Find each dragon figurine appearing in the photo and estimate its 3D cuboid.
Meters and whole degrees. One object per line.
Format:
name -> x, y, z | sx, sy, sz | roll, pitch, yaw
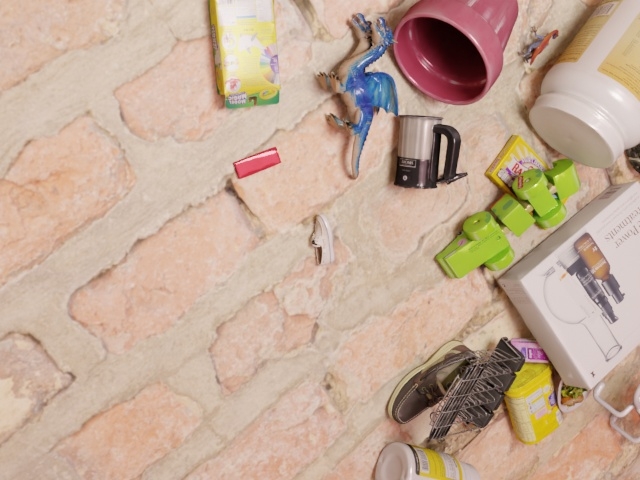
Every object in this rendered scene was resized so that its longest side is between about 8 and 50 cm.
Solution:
dragon figurine -> 0.086, -0.255, 1.320 | 0.144, 0.085, 0.289 | -23, 110, -19

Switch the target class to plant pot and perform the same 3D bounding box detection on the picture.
plant pot -> 0.259, -0.376, 1.326 | 0.180, 0.201, 0.201 | -52, 119, -23

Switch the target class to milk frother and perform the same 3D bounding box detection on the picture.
milk frother -> 0.216, -0.170, 1.409 | 0.143, 0.129, 0.134 | -25, 121, -66

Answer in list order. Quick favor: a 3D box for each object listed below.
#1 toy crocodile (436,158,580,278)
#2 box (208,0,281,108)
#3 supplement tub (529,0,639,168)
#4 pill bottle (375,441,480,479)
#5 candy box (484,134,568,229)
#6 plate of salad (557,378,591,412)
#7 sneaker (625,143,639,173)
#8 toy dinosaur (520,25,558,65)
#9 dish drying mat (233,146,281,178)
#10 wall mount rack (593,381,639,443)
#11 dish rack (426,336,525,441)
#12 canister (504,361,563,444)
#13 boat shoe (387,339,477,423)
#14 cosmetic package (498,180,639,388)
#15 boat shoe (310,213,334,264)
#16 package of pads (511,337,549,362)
toy crocodile -> 0.383, -0.046, 1.498 | 0.340, 0.105, 0.115 | -40, 117, 7
box -> -0.124, -0.313, 1.230 | 0.105, 0.043, 0.179 | -10, 104, -24
supplement tub -> 0.586, -0.324, 1.464 | 0.228, 0.228, 0.316 | 41, 84, -28
pill bottle -> 0.230, 0.503, 1.556 | 0.208, 0.119, 0.119 | 22, 92, -28
candy box -> 0.443, -0.121, 1.558 | 0.206, 0.027, 0.105 | 38, 83, -28
plate of salad -> 0.606, 0.306, 1.680 | 0.200, 0.048, 0.200 | -19, 119, -37
sneaker -> 0.782, -0.295, 1.623 | 0.147, 0.130, 0.330 | 8, 99, -25
toy dinosaur -> 0.446, -0.388, 1.474 | 0.082, 0.090, 0.047 | -31, 135, 18
dish drying mat -> -0.111, -0.137, 1.298 | 0.083, 0.008, 0.032 | -24, 111, -18
wall mount rack -> 0.798, 0.320, 1.746 | 0.304, 0.130, 0.350 | -45, 136, -1
dish rack -> 0.305, 0.305, 1.493 | 0.271, 0.074, 0.208 | 5, 114, -51
canister -> 0.478, 0.363, 1.667 | 0.126, 0.073, 0.170 | -30, 115, -19
boat shoe -> 0.235, 0.299, 1.533 | 0.223, 0.073, 0.080 | -41, 114, -13
cosmetic package -> 0.611, 0.092, 1.599 | 0.377, 0.097, 0.284 | -37, 100, -17
boat shoe -> 0.000, 0.000, 1.371 | 0.035, 0.035, 0.100 | -19, 117, -24
package of pads -> 0.465, 0.244, 1.632 | 0.032, 0.083, 0.050 | -46, 132, -61
